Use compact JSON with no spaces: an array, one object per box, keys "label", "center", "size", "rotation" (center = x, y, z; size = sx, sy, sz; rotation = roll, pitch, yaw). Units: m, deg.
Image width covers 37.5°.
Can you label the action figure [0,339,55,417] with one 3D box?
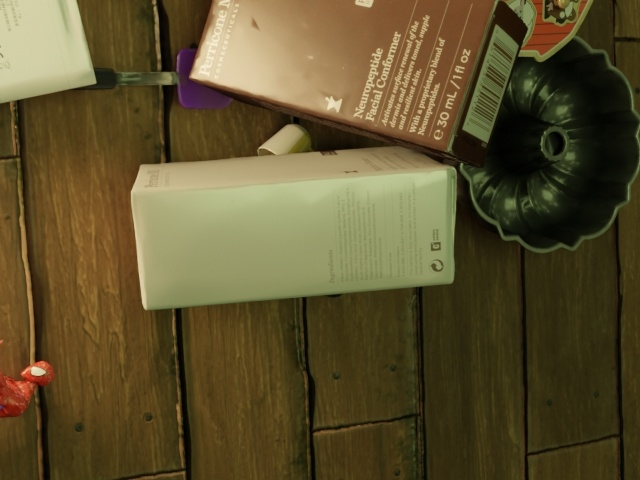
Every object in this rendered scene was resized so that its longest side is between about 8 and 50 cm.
[{"label":"action figure","center":[-0.475,0.190,1.164],"size":[0.280,0.091,0.139],"rotation":[-22,111,-19]}]

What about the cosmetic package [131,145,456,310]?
[{"label":"cosmetic package","center":[-0.041,-0.024,1.209],"size":[0.385,0.217,0.156],"rotation":[-4,103,-9]}]

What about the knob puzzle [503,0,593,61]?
[{"label":"knob puzzle","center":[0.318,-0.349,1.332],"size":[0.213,0.030,0.213],"rotation":[-6,104,-26]}]

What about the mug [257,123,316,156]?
[{"label":"mug","center":[-0.041,-0.126,1.337],"size":[0.078,0.062,0.064],"rotation":[48,68,-22]}]

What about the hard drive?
[{"label":"hard drive","center":[-0.471,-0.266,1.121],"size":[0.353,0.047,0.233],"rotation":[-15,108,-15]}]

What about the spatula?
[{"label":"spatula","center":[-0.250,-0.215,1.257],"size":[0.297,0.030,0.084],"rotation":[-4,98,-22]}]

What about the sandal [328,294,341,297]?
[{"label":"sandal","center":[0.000,0.000,1.361],"size":[0.040,0.067,0.179],"rotation":[-50,122,-54]}]

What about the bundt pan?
[{"label":"bundt pan","center":[0.323,-0.147,1.446],"size":[0.331,0.124,0.330],"rotation":[-2,95,-23]}]

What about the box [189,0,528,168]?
[{"label":"box","center":[0.042,-0.236,1.186],"size":[0.143,0.381,0.191],"rotation":[11,97,-62]}]
